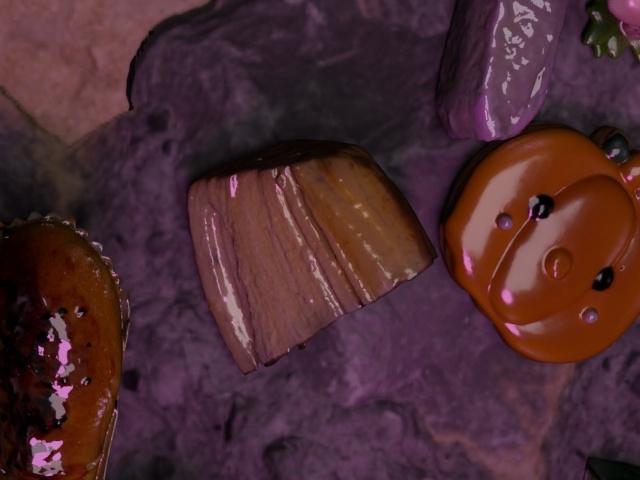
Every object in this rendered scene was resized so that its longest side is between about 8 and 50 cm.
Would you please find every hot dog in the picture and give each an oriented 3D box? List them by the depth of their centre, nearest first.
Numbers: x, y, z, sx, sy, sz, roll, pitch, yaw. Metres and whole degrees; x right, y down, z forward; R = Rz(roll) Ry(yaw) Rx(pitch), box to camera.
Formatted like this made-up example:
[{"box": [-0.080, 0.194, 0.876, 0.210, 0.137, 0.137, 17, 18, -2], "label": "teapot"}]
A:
[{"box": [-0.204, 0.110, 1.137, 0.162, 0.082, 0.270, 11, 96, 20], "label": "hot dog"}]

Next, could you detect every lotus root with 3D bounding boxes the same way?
[{"box": [-0.002, -0.002, 1.205, 0.159, 0.095, 0.135, -18, 103, 28], "label": "lotus root"}]

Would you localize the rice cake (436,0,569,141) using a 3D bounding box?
[{"box": [0.154, -0.253, 1.210, 0.064, 0.070, 0.399, 12, 97, -23], "label": "rice cake"}]

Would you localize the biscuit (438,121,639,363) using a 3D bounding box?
[{"box": [0.169, -0.003, 1.273, 0.170, 0.050, 0.170, -4, 102, -17], "label": "biscuit"}]

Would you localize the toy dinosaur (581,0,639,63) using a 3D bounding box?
[{"box": [0.246, -0.180, 1.196, 0.194, 0.177, 0.152, 5, 100, -20], "label": "toy dinosaur"}]

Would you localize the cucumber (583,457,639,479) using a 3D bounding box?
[{"box": [0.300, 0.235, 1.356, 0.244, 0.063, 0.115, 10, 98, -20], "label": "cucumber"}]
